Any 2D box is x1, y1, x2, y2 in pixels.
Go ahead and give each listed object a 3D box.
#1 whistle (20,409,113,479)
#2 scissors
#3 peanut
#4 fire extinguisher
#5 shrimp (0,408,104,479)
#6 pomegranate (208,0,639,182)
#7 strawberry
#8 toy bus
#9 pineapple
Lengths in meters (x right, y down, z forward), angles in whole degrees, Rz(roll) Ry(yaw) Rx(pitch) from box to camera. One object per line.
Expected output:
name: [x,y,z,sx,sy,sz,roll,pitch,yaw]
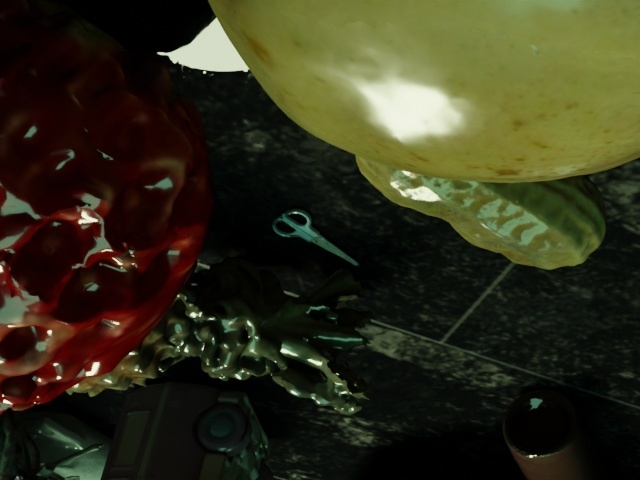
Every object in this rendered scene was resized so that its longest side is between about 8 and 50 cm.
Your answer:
whistle: [-0.196,0.266,1.315,0.062,0.062,0.312,-24,132,36]
scissors: [0.000,0.000,0.974,0.083,0.006,0.036,31,136,-26]
peanut: [0.109,-0.042,0.837,0.194,0.083,0.093,25,175,-12]
fire extinguisher: [0.248,0.231,1.160,0.099,0.071,0.231,3,144,31]
shrimp: [-0.300,0.248,1.171,0.172,0.137,0.372,-8,116,22]
pomegranate: [0.098,-0.160,0.520,0.319,0.319,0.319,6,143,5]
strawberry: [-0.236,0.008,0.713,0.317,0.345,0.295,36,179,42]
toy bus: [-0.133,0.251,1.169,0.142,0.202,0.142,2,142,14]
pineapple: [-0.130,0.060,0.953,0.361,0.175,0.175,19,142,-11]
